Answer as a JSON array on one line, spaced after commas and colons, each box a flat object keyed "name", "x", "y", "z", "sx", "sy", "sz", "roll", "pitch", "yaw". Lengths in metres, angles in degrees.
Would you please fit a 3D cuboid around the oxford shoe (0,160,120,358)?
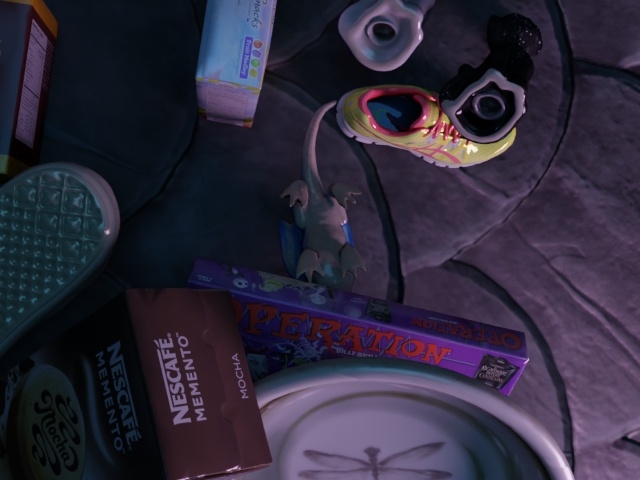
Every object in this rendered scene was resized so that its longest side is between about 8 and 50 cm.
[{"name": "oxford shoe", "x": -0.385, "y": 0.071, "z": 0.939, "sx": 0.449, "sy": 0.130, "sz": 0.169, "roll": -35, "pitch": 97, "yaw": 8}]

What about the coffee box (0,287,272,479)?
[{"name": "coffee box", "x": -0.198, "y": 0.173, "z": 0.844, "sx": 0.119, "sy": 0.297, "sz": 0.168, "roll": 3, "pitch": 63, "yaw": -46}]

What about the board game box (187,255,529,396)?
[{"name": "board game box", "x": 0.017, "y": 0.142, "z": 0.947, "sx": 0.347, "sy": 0.056, "sz": 0.208, "roll": 13, "pitch": 124, "yaw": -5}]

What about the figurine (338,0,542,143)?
[{"name": "figurine", "x": 0.147, "y": -0.233, "z": 0.991, "sx": 0.215, "sy": 0.092, "sz": 0.209, "roll": 35, "pitch": 42, "yaw": -3}]

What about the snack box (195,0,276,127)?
[{"name": "snack box", "x": -0.085, "y": -0.223, "z": 0.936, "sx": 0.070, "sy": 0.207, "sz": 0.174, "roll": 9, "pitch": 87, "yaw": -5}]

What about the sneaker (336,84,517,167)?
[{"name": "sneaker", "x": 0.124, "y": -0.131, "z": 1.009, "sx": 0.208, "sy": 0.094, "sz": 0.081, "roll": 6, "pitch": 86, "yaw": -6}]

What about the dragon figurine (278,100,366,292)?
[{"name": "dragon figurine", "x": 0.000, "y": 0.000, "z": 0.992, "sx": 0.085, "sy": 0.144, "sz": 0.289, "roll": -8, "pitch": 70, "yaw": -7}]

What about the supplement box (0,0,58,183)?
[{"name": "supplement box", "x": -0.395, "y": -0.169, "z": 0.941, "sx": 0.191, "sy": 0.129, "sz": 0.194, "roll": 8, "pitch": 86, "yaw": -5}]

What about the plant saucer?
[{"name": "plant saucer", "x": 0.057, "y": 0.258, "z": 0.927, "sx": 0.400, "sy": 0.100, "sz": 0.400, "roll": 3, "pitch": 121, "yaw": 5}]
